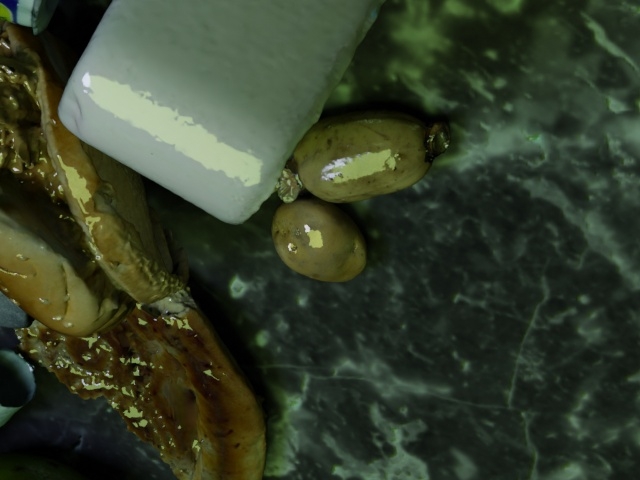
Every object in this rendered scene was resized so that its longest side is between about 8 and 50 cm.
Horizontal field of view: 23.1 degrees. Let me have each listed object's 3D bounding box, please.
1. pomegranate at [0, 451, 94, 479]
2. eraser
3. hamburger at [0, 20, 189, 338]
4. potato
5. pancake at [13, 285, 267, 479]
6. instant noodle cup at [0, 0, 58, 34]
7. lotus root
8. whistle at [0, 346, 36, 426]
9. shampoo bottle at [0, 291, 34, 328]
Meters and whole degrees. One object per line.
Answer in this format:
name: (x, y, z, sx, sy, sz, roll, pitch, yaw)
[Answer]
pomegranate: (-0.310, 0.318, 1.423, 0.260, 0.260, 0.340, -15, 158, 25)
eraser: (-0.032, -0.183, 1.033, 0.150, 0.331, 0.331, 33, 127, -6)
hamburger: (-0.206, -0.042, 1.153, 0.146, 0.286, 0.243, -34, 83, 1)
potato: (0.000, 0.000, 1.251, 0.083, 0.062, 0.068, 23, 166, -32)
pancake: (-0.165, 0.134, 1.394, 0.244, 0.057, 0.266, 12, 129, 10)
instant noodle cup: (-0.299, -0.282, 1.027, 0.312, 0.284, 0.284, 19, 128, -7)
lotus root: (0.025, -0.062, 1.193, 0.152, 0.063, 0.072, -17, 128, 23)
whistle: (-0.369, 0.193, 1.481, 0.062, 0.062, 0.312, 41, 131, -13)
shampoo bottle: (-0.356, 0.012, 1.367, 0.233, 0.049, 0.087, 17, 121, 5)
